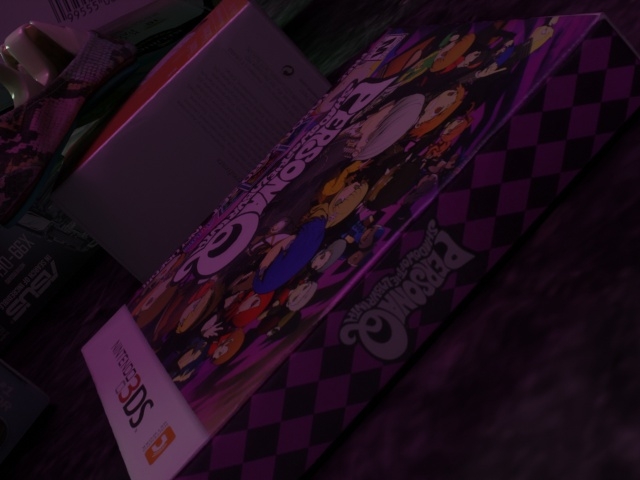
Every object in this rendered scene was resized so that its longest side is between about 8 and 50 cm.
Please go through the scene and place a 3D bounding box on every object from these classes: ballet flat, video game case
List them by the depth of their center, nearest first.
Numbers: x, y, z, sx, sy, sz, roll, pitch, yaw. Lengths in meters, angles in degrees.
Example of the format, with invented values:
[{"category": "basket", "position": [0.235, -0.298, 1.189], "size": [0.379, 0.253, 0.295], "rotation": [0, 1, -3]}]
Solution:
[{"category": "video game case", "position": [0.000, 0.000, 0.465], "size": [0.232, 0.042, 0.210], "rotation": [-47, 19, -5]}, {"category": "ballet flat", "position": [-0.181, -0.092, 0.699], "size": [0.077, 0.079, 0.221], "rotation": [-36, 19, 31]}]

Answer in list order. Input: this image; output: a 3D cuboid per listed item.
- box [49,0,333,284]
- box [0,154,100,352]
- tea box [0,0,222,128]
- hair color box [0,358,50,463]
[{"category": "box", "position": [-0.080, -0.071, 0.712], "size": [0.170, 0.091, 0.130], "rotation": [-43, 18, 6]}, {"category": "box", "position": [-0.318, 0.050, 0.989], "size": [0.307, 0.076, 0.242], "rotation": [-48, 18, -7]}, {"category": "tea box", "position": [-0.258, -0.217, 0.933], "size": [0.329, 0.220, 0.323], "rotation": [-22, 2, 11]}, {"category": "hair color box", "position": [-0.356, 0.055, 0.735], "size": [0.374, 0.185, 0.114], "rotation": [10, 58, 50]}]
